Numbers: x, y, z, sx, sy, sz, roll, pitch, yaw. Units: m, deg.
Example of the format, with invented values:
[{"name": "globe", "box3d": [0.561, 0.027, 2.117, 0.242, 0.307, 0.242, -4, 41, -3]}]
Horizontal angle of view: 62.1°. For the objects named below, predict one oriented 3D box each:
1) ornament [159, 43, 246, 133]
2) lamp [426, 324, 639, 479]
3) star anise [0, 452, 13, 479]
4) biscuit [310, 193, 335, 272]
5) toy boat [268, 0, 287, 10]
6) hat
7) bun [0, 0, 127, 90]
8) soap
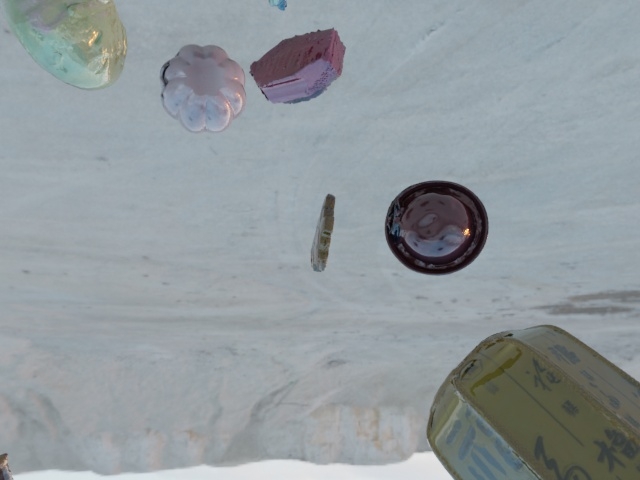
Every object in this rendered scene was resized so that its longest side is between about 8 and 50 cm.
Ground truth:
[{"name": "ornament", "box3d": [-0.238, -0.302, 1.080, 0.177, 0.178, 0.177, 0, 168, 0]}, {"name": "lamp", "box3d": [0.183, 0.163, 0.400, 0.161, 0.161, 0.185, 14, -159, -49]}, {"name": "star anise", "box3d": [-0.465, 0.352, 0.714, 0.063, 0.172, 0.208, -2, 135, -52]}, {"name": "biscuit", "box3d": [0.000, 0.000, 0.789, 0.019, 0.120, 0.130, 10, 155, -5]}, {"name": "toy boat", "box3d": [-0.146, -0.727, 1.417, 0.102, 0.215, 0.088, -6, -159, -6]}, {"name": "hat", "box3d": [0.223, -0.030, 1.040, 0.205, 0.206, 0.089, -4, 170, 17]}, {"name": "bun", "box3d": [-0.533, -0.486, 1.172, 0.187, 0.293, 0.293, -32, 159, 12]}, {"name": "soap", "box3d": [-0.077, -0.512, 1.591, 0.288, 0.182, 0.112, -3, 152, 30]}]
